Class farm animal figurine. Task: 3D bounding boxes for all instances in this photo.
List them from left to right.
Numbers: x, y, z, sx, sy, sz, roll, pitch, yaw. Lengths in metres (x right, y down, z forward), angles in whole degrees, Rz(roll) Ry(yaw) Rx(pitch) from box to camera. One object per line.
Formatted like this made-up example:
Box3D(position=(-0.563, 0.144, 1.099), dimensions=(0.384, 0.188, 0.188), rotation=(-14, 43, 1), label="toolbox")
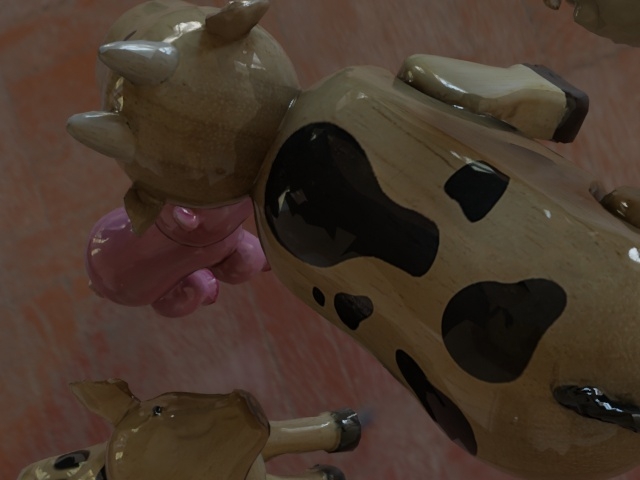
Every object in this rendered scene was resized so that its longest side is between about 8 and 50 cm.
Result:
Box3D(position=(0.000, 0.000, 0.596), dimensions=(0.326, 0.172, 0.330), rotation=(18, 103, 38), label="farm animal figurine")
